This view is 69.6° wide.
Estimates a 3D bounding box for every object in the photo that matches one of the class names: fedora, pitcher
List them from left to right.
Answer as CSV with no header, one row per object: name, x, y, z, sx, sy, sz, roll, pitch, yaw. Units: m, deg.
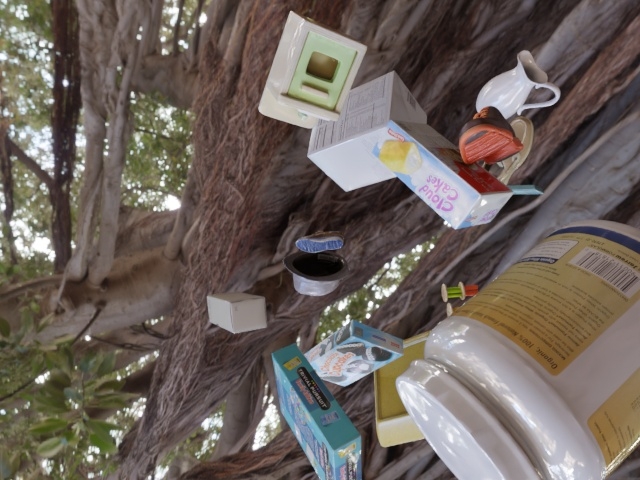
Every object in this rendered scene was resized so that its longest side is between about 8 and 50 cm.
fedora,-0.020,0.140,1.849,0.275,0.124,0.244,-17,-145,-40
pitcher,0.584,-0.431,1.375,0.178,0.207,0.125,43,-120,-1

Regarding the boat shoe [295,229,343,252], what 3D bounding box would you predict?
boat shoe,0.000,0.000,1.711,0.183,0.066,0.066,-2,-138,17

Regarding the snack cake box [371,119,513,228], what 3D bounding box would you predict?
snack cake box,0.255,-0.146,0.982,0.152,0.089,0.264,-8,-133,-45

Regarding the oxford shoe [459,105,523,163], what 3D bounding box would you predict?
oxford shoe,0.319,-0.212,0.904,0.271,0.097,0.098,-6,-109,-59

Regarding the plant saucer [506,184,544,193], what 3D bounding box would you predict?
plant saucer,0.554,-0.150,1.366,0.067,0.192,0.018,9,-93,-42

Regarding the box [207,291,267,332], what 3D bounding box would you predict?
box,-0.265,0.217,1.432,0.113,0.275,0.094,-6,-89,-26

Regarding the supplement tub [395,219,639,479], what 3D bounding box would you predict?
supplement tub,0.271,0.145,0.547,0.316,0.228,0.228,-34,-114,-15

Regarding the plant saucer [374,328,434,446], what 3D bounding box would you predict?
plant saucer,0.286,0.449,1.464,0.081,0.333,0.333,31,-136,-32

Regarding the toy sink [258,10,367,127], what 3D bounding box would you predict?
toy sink,-0.024,-0.353,1.023,0.153,0.234,0.131,11,-151,-27

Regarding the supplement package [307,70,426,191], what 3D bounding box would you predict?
supplement package,0.135,-0.297,1.300,0.199,0.262,0.198,36,-128,-42

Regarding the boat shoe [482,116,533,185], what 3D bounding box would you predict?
boat shoe,0.619,-0.279,1.570,0.098,0.302,0.109,4,-153,-47

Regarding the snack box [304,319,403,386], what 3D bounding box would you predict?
snack box,0.089,0.366,1.458,0.187,0.322,0.060,24,-132,-20

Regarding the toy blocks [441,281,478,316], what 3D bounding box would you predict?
toy blocks,0.429,0.170,1.303,0.148,0.054,0.123,-4,-134,2

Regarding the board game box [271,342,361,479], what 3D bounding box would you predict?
board game box,-0.013,0.476,1.212,0.079,0.254,0.336,-20,-143,-22
